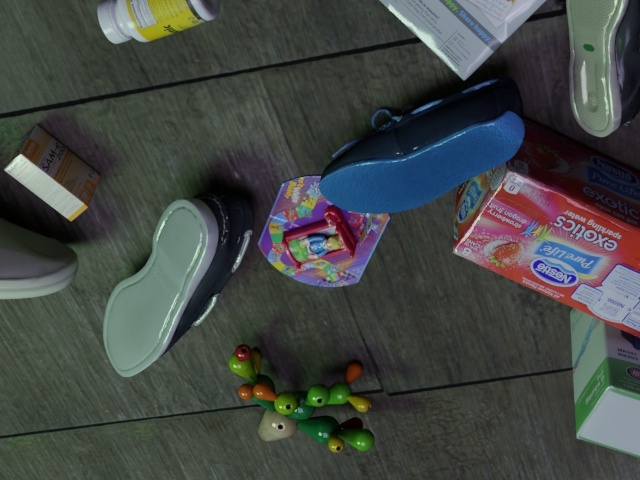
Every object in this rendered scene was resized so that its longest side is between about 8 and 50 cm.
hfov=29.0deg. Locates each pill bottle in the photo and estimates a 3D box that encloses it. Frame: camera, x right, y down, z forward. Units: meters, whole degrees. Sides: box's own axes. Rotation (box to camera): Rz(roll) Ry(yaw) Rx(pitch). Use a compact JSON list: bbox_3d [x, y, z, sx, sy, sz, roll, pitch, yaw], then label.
[{"bbox_3d":[-0.168,-0.242,1.273,0.116,0.065,0.065,-14,125,20],"label":"pill bottle"}]

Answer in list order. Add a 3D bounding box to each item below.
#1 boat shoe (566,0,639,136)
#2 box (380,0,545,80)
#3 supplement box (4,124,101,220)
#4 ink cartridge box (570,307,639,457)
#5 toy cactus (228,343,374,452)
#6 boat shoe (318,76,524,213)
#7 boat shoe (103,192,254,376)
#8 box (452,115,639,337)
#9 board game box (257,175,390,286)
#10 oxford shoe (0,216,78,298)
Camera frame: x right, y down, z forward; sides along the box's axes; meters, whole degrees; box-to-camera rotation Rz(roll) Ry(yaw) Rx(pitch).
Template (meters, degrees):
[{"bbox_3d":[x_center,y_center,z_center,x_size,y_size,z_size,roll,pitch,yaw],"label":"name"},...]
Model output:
[{"bbox_3d":[0.295,-0.221,1.224,0.079,0.084,0.233,-21,124,-23],"label":"boat shoe"},{"bbox_3d":[0.152,-0.268,1.196,0.145,0.038,0.186,43,123,-5],"label":"box"},{"bbox_3d":[-0.308,-0.078,1.429,0.098,0.062,0.036,40,125,-22],"label":"supplement box"},{"bbox_3d":[0.372,0.143,1.403,0.154,0.212,0.093,18,126,-4],"label":"ink cartridge box"},{"bbox_3d":[-0.036,0.211,1.613,0.219,0.112,0.180,24,147,-14],"label":"toy cactus"},{"bbox_3d":[0.114,-0.098,1.327,0.258,0.089,0.109,-14,138,35],"label":"boat shoe"},{"bbox_3d":[-0.171,0.059,1.493,0.114,0.091,0.302,58,134,19],"label":"boat shoe"},{"bbox_3d":[0.284,-0.014,1.346,0.256,0.123,0.128,24,127,-9],"label":"box"},{"bbox_3d":[0.000,0.000,1.462,0.133,0.033,0.169,19,129,-7],"label":"board game box"},{"bbox_3d":[-0.497,-0.044,1.438,0.449,0.169,0.130,19,107,-6],"label":"oxford shoe"}]
